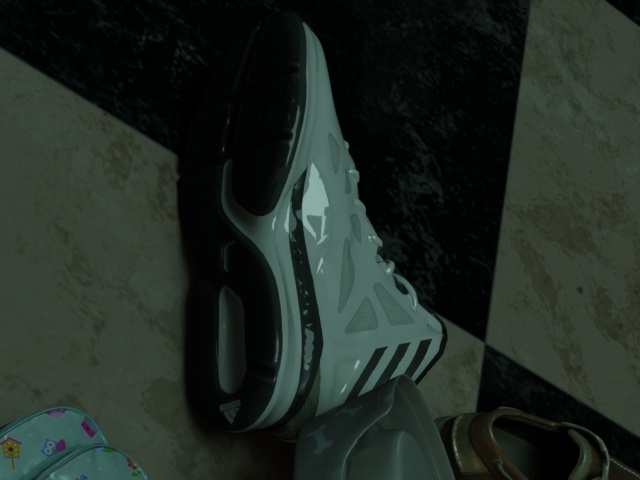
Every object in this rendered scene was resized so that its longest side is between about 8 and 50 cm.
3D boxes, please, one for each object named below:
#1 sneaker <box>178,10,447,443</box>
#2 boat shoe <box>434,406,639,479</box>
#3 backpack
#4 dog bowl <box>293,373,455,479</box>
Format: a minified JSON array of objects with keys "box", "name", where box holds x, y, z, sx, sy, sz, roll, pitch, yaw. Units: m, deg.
[{"box":[-0.001,0.001,1.606,0.257,0.169,0.448,21,62,-42],"name":"sneaker"},{"box":[0.261,0.260,1.689,0.324,0.116,0.123,18,56,-33],"name":"boat shoe"},{"box":[-0.219,0.234,1.275,0.166,0.144,0.188,-35,89,-40],"name":"backpack"},{"box":[0.069,0.300,1.403,0.349,0.102,0.349,-14,90,-80],"name":"dog bowl"}]
